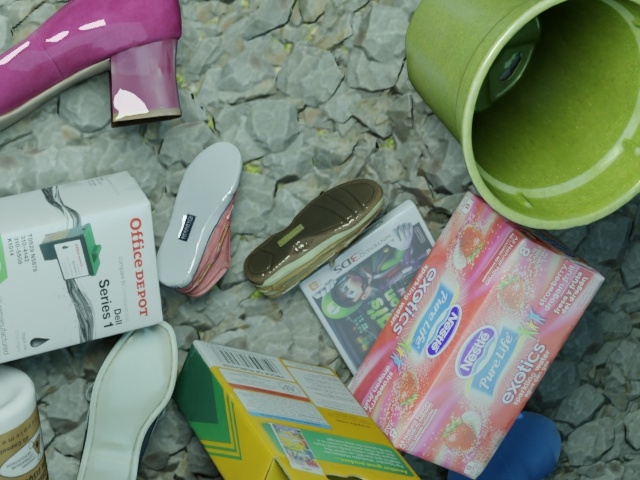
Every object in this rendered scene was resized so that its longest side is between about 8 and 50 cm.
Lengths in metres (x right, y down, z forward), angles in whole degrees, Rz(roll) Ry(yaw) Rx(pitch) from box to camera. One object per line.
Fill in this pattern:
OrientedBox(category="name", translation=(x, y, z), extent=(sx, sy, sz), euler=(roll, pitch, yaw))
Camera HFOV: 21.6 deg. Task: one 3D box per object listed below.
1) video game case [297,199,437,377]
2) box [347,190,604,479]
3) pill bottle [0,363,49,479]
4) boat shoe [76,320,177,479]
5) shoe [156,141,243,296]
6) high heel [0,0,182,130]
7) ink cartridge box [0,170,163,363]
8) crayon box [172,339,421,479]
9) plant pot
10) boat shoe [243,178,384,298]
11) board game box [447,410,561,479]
OrientedBox(category="video game case", translation=(0.080, 0.068, 2.072), extent=(0.173, 0.022, 0.190), euler=(-34, 124, -6))
OrientedBox(category="box", translation=(0.185, 0.117, 2.039), extent=(0.142, 0.154, 0.300), euler=(25, 102, -32))
OrientedBox(category="pill bottle", translation=(-0.373, 0.266, 1.889), extent=(0.131, 0.131, 0.229), euler=(-14, 119, -19))
OrientedBox(category="boat shoe", translation=(-0.228, 0.203, 1.956), extent=(0.095, 0.079, 0.255), euler=(10, 102, -12))
OrientedBox(category="shoe", translation=(-0.129, -0.022, 1.911), extent=(0.178, 0.063, 0.081), euler=(-68, 158, -7))
OrientedBox(category="high heel", translation=(-0.330, -0.199, 1.724), extent=(0.377, 0.127, 0.181), euler=(-6, 88, -18))
OrientedBox(category="ink cartridge box", translation=(-0.291, 0.030, 1.835), extent=(0.219, 0.092, 0.160), euler=(-14, 120, -18))
OrientedBox(category="crayon box", translation=(-0.022, 0.240, 1.926), extent=(0.203, 0.323, 0.083), euler=(14, 107, -30))
OrientedBox(category="plant pot", translation=(0.225, -0.186, 1.875), extent=(0.276, 0.254, 0.276), euler=(-11, 118, -21))
OrientedBox(category="boat shoe", translation=(0.000, 0.000, 1.983), extent=(0.190, 0.068, 0.072), euler=(-33, 136, 4))
OrientedBox(category="board game box", translation=(0.242, 0.291, 2.253), extent=(0.168, 0.033, 0.133), euler=(-33, 129, -1))
